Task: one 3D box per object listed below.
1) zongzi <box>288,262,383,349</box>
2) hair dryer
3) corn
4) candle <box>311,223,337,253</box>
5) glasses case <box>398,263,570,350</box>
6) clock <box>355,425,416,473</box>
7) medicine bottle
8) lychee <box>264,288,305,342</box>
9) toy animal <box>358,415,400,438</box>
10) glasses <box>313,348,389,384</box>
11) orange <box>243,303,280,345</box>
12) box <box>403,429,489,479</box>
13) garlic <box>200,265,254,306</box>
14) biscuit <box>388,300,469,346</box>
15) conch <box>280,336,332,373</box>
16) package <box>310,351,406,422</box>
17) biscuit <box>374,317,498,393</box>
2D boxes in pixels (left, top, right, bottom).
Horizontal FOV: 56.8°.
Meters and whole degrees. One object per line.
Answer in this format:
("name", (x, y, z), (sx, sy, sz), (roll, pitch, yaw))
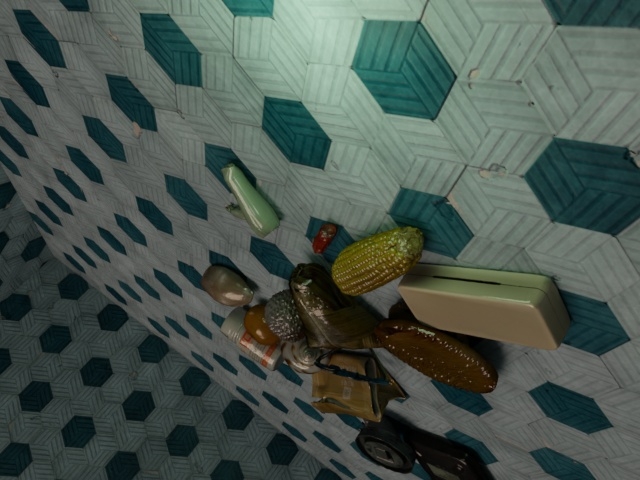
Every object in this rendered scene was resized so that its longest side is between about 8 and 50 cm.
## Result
("zongzi", (0.070, 0.188, 1.584), (0.288, 0.134, 0.286), (5, 135, 28))
("hair dryer", (-0.219, -0.105, 1.574), (0.206, 0.075, 0.237), (56, 157, -16))
("corn", (0.117, 0.046, 1.306), (0.119, 0.119, 0.322), (43, 148, -6))
("candle", (0.000, 0.000, 1.451), (0.048, 0.053, 0.162), (43, 156, 5))
("glasses case", (0.323, 0.129, 1.209), (0.336, 0.076, 0.144), (5, 138, 48))
("clock", (0.233, 0.747, 2.113), (0.226, 0.049, 0.226), (23, 144, 19))
("medicine bottle", (-0.238, 0.363, 2.203), (0.252, 0.144, 0.144), (31, 152, 17))
("lychee", (-0.090, 0.217, 1.794), (0.165, 0.197, 0.165), (-3, 134, -3))
("toy animal", (0.206, 0.686, 2.190), (0.195, 0.090, 0.324), (20, 150, 31))
("glasses", (0.089, 0.335, 1.742), (0.239, 0.102, 0.206), (8, 116, 27))
("orange", (-0.196, 0.296, 2.067), (0.156, 0.124, 0.156), (27, 150, 17))
("box", (0.449, 0.786, 2.054), (0.290, 0.073, 0.289), (6, 138, 49))
("garlic", (-0.347, 0.160, 2.096), (0.143, 0.112, 0.318), (51, 162, -27))
("biscuit", (0.267, 0.223, 1.461), (0.226, 0.042, 0.226), (28, 152, 17))
("conch", (-0.049, 0.354, 1.940), (0.183, 0.148, 0.275), (41, 153, -4))
("package", (0.093, 0.493, 1.960), (0.221, 0.165, 0.311), (51, 150, -21))
("biscuit", (0.275, 0.284, 1.437), (0.318, 0.040, 0.318), (26, 159, 11))
